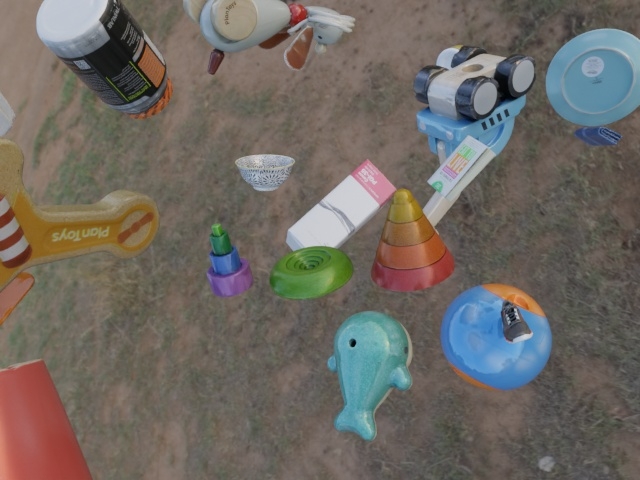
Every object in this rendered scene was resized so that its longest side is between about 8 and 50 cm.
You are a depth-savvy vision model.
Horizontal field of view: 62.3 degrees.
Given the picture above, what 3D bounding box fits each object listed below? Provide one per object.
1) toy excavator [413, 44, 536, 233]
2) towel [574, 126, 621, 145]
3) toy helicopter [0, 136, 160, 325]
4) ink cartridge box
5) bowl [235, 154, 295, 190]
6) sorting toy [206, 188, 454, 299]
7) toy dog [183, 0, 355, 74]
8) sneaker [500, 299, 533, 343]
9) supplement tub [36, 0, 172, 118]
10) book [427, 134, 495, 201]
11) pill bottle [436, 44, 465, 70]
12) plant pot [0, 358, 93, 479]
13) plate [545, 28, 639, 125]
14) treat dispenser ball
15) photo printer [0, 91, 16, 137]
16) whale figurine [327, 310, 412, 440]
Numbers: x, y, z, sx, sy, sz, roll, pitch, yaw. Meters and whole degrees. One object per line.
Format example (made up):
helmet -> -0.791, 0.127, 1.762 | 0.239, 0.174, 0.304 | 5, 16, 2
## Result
toy excavator -> 0.389, -0.258, 1.487 | 0.433, 0.445, 0.222 | -31, 37, -19
towel -> 0.692, -0.263, 1.326 | 0.029, 0.067, 0.119 | -62, 6, 8
toy helicopter -> -0.301, 0.014, 0.519 | 0.140, 0.355, 0.235 | 20, 106, 26
ink cartridge box -> 0.047, -0.059, 1.411 | 0.283, 0.207, 0.117 | -42, 87, -10
bowl -> -0.158, -0.190, 1.522 | 0.170, 0.170, 0.080 | 24, 121, 46
sorting toy -> 0.000, 0.000, 0.757 | 0.365, 0.126, 0.127 | -5, 26, 13
toy dog -> -0.109, -0.403, 1.065 | 0.220, 0.333, 0.161 | -112, 32, -58
sneaker -> 0.438, 0.183, 1.217 | 0.061, 0.158, 0.065 | -23, 99, 12
supplement tub -> -0.500, -0.444, 1.277 | 0.193, 0.316, 0.194 | -5, 67, 12
book -> 0.322, -0.168, 1.226 | 0.144, 0.035, 0.096 | -50, 31, 13
pill bottle -> 0.485, -0.640, 1.889 | 0.103, 0.184, 0.103 | 12, 118, 23
plant pot -> -0.531, 0.334, 0.853 | 0.275, 0.275, 0.243 | -18, 83, 40
plate -> 0.541, -0.313, 1.035 | 0.188, 0.024, 0.188 | 14, 124, 22
treat dispenser ball -> 0.473, 0.261, 1.440 | 0.288, 0.288, 0.288 | -17, 64, 40
photo printer -> -0.665, -0.327, 0.861 | 0.107, 0.256, 0.307 | -41, 69, -16
whale figurine -> 0.091, 0.285, 1.151 | 0.216, 0.141, 0.272 | 7, 73, 37
